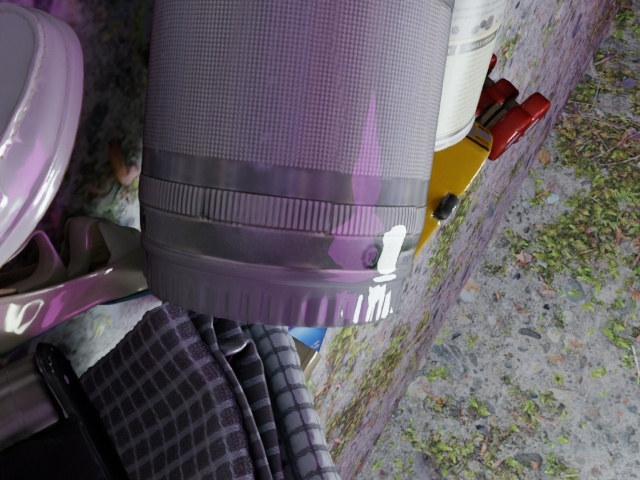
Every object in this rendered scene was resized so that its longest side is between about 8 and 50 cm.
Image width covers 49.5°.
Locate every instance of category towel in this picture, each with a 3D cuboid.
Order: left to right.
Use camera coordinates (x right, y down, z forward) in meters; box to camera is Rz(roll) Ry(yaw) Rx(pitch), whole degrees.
[{"bbox_3d":[-0.123,0.198,0.573,0.121,0.235,0.283,11,139,-44],"label":"towel"}]

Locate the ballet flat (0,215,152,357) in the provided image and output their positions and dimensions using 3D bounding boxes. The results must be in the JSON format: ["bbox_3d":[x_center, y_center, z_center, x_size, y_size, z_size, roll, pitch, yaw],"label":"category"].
[{"bbox_3d":[-0.196,0.023,0.540,0.248,0.086,0.086,-30,142,-55],"label":"ballet flat"}]

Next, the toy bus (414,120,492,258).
[{"bbox_3d":[0.138,-0.049,1.124,0.333,0.108,0.130,-58,-179,31],"label":"toy bus"}]

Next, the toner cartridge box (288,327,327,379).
[{"bbox_3d":[-0.108,0.188,0.955,0.348,0.075,0.165,-30,142,-55],"label":"toner cartridge box"}]

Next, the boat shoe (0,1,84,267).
[{"bbox_3d":[-0.223,-0.018,0.368,0.277,0.098,0.096,-66,157,-9],"label":"boat shoe"}]

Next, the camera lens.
[{"bbox_3d":[-0.021,-0.093,0.528,0.219,0.219,0.274,-11,109,-65],"label":"camera lens"}]

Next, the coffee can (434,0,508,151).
[{"bbox_3d":[0.088,-0.253,0.687,0.201,0.201,0.275,-45,153,-40],"label":"coffee can"}]

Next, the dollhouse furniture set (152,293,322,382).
[{"bbox_3d":[-0.063,0.030,0.709,0.161,0.182,0.101,-58,159,-11],"label":"dollhouse furniture set"}]

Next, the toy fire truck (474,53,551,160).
[{"bbox_3d":[0.257,-0.194,1.269,0.302,0.169,0.254,-33,164,-52],"label":"toy fire truck"}]

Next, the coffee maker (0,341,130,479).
[{"bbox_3d":[-0.223,0.179,0.451,0.178,0.171,0.120,-29,153,-14],"label":"coffee maker"}]
